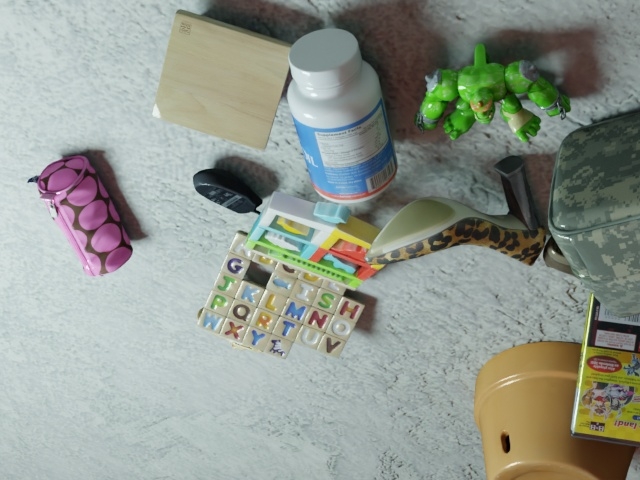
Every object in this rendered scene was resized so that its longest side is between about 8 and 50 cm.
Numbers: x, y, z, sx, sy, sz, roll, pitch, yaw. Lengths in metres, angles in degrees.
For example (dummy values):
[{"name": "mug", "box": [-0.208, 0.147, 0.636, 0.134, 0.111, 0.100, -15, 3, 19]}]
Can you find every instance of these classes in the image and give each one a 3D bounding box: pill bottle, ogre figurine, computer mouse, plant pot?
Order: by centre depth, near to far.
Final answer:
[{"name": "ogre figurine", "box": [0.211, -0.185, 1.608, 0.197, 0.096, 0.118, 15, 160, 24]}, {"name": "pill bottle", "box": [0.026, -0.166, 1.658, 0.124, 0.124, 0.221, 0, 136, 17]}, {"name": "computer mouse", "box": [-0.082, -0.052, 1.889, 0.242, 0.041, 0.071, 27, 155, -23]}, {"name": "plant pot", "box": [0.385, 0.331, 2.039, 0.291, 0.203, 0.290, 9, 138, 8]}]

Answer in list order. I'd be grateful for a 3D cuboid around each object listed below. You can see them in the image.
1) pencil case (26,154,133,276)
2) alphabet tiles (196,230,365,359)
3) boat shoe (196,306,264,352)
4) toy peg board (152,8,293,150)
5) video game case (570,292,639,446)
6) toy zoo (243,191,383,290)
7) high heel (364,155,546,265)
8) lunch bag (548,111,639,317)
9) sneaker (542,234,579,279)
[{"name": "pencil case", "box": [-0.367, -0.031, 1.951, 0.095, 0.098, 0.209, -3, 136, 21]}, {"name": "alphabet tiles", "box": [-0.059, 0.106, 2.027, 0.237, 0.009, 0.198, 22, 120, -6]}, {"name": "boat shoe", "box": [-0.129, 0.159, 2.114, 0.170, 0.063, 0.059, 16, 133, -1]}, {"name": "toy peg board", "box": [-0.126, -0.227, 1.689, 0.161, 0.079, 0.160, 17, 123, -2]}, {"name": "video game case", "box": [0.525, 0.191, 1.863, 0.275, 0.035, 0.248, 7, 102, 8]}, {"name": "toy zoo", "box": [0.000, 0.000, 1.832, 0.192, 0.030, 0.293, 21, 163, -7]}, {"name": "high heel", "box": [0.197, 0.016, 1.755, 0.261, 0.093, 0.186, -29, 128, -8]}, {"name": "lunch bag", "box": [0.468, -0.024, 1.609, 0.305, 0.212, 0.256, -14, 131, 31]}, {"name": "sneaker", "box": [0.416, 0.035, 1.818, 0.188, 0.066, 0.071, 19, 156, 5]}]
